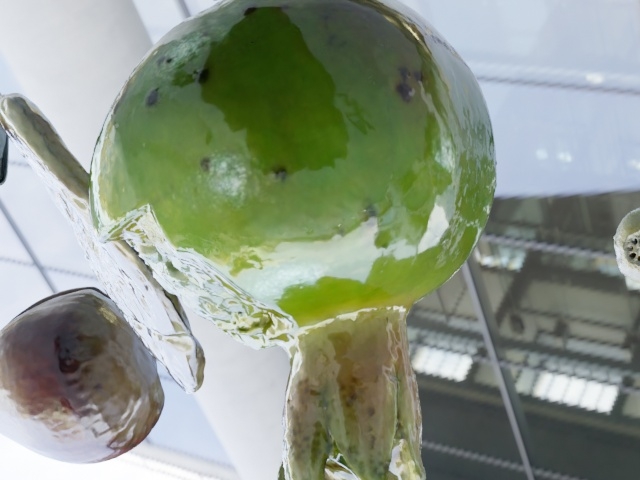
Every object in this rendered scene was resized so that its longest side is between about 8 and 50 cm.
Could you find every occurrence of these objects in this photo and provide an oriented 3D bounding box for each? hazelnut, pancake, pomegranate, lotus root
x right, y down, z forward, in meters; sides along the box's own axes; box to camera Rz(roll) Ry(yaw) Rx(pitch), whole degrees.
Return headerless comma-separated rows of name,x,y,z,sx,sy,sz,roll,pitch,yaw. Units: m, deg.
hazelnut,-0.282,0.155,1.451,0.208,0.208,0.208,-12,-137,11
pancake,-0.150,0.001,0.917,0.031,0.250,0.250,-34,-137,-11
pomegranate,0.000,0.000,0.753,0.235,0.236,0.302,-19,-106,3
lotus root,0.382,0.002,1.457,0.077,0.090,0.183,6,-168,40

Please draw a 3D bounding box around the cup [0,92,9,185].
cup,-0.339,-0.104,1.134,0.129,0.095,0.128,-11,-113,13
